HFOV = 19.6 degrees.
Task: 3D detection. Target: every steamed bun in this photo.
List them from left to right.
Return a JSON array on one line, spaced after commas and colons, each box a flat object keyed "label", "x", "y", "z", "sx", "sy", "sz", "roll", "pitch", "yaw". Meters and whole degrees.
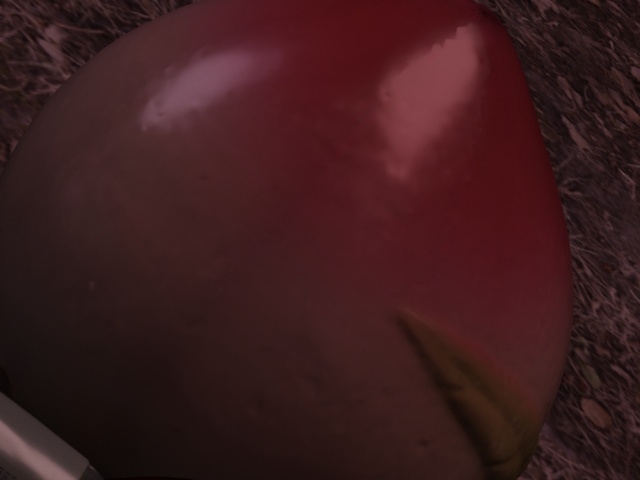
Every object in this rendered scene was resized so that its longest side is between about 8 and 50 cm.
[{"label": "steamed bun", "x": 0.000, "y": 0.000, "z": 0.898, "sx": 0.309, "sy": 0.309, "sz": 0.309, "roll": 31, "pitch": 28, "yaw": -18}]

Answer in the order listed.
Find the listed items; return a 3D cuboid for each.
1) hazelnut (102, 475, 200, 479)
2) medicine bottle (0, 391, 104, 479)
[{"label": "hazelnut", "x": -0.039, "y": 0.192, "z": 0.633, "sx": 0.234, "sy": 0.218, "sz": 0.218, "roll": 33, "pitch": 26, "yaw": -31}, {"label": "medicine bottle", "x": -0.135, "y": 0.102, "z": 0.791, "sx": 0.208, "sy": 0.090, "sz": 0.054, "roll": 37, "pitch": 66, "yaw": -6}]
